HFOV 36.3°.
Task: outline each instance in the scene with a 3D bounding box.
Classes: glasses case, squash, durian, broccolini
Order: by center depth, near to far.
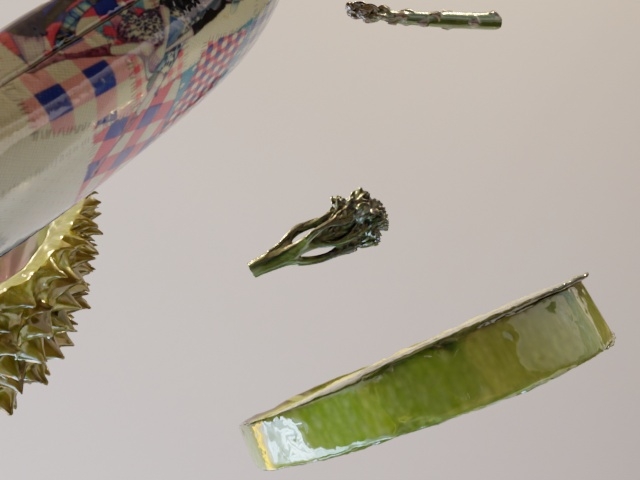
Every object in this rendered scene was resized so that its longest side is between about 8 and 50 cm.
[{"bbox_3d":[-0.127,-0.083,0.538,0.076,0.125,0.327,43,-128,2],"label":"glasses case"},{"bbox_3d":[0.061,0.079,0.562,0.219,0.219,0.041,-21,-98,-22],"label":"squash"},{"bbox_3d":[-0.288,0.055,0.659,0.306,0.172,0.166,-18,-103,-6],"label":"durian"},{"bbox_3d":[0.000,-0.003,1.305,0.203,0.068,0.091,-28,-98,-17],"label":"broccolini"}]

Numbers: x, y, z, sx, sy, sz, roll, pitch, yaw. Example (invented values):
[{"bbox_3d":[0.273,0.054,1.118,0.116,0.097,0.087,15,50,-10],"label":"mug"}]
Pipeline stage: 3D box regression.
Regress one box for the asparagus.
[{"bbox_3d":[0.113,-0.232,1.017,0.248,0.025,0.024,-10,-80,-45],"label":"asparagus"}]
